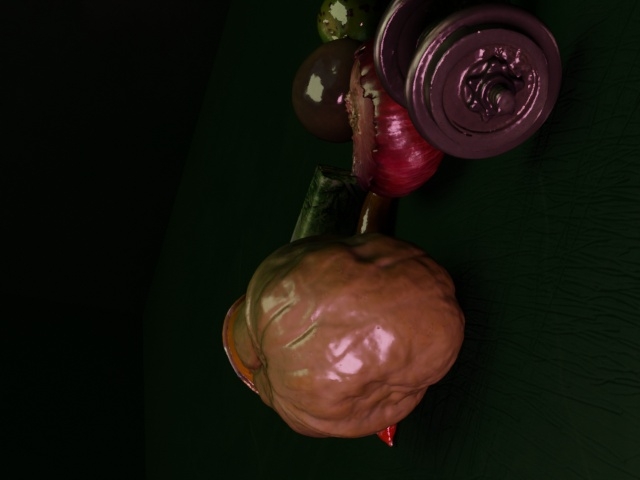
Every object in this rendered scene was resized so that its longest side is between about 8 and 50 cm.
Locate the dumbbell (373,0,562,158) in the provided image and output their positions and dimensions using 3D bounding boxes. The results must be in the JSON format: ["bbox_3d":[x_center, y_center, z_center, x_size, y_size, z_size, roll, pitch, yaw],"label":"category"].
[{"bbox_3d":[0.173,-0.213,1.144,0.290,0.192,0.192,-113,38,-60],"label":"dumbbell"}]

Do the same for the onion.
[{"bbox_3d":[0.109,-0.175,1.373,0.248,0.161,0.248,-167,90,-90],"label":"onion"}]

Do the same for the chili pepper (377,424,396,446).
[{"bbox_3d":[0.083,0.211,1.397,0.059,0.050,0.191,-38,49,40],"label":"chili pepper"}]

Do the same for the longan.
[{"bbox_3d":[0.034,-0.258,1.644,0.187,0.167,0.167,-62,23,24],"label":"longan"}]

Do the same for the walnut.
[{"bbox_3d":[0.033,0.120,1.239,0.253,0.277,0.282,55,139,37],"label":"walnut"}]

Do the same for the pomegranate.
[{"bbox_3d":[0.064,-0.410,1.703,0.143,0.122,0.169,-5,61,43],"label":"pomegranate"}]

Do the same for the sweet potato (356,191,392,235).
[{"bbox_3d":[0.084,-0.012,1.518,0.057,0.057,0.264,174,105,-72],"label":"sweet potato"}]

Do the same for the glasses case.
[{"bbox_3d":[0.000,0.000,1.710,0.062,0.095,0.272,-110,35,-57],"label":"glasses case"}]

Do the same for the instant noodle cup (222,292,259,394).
[{"bbox_3d":[-0.029,0.141,1.558,0.172,0.216,0.216,-44,38,47],"label":"instant noodle cup"}]
